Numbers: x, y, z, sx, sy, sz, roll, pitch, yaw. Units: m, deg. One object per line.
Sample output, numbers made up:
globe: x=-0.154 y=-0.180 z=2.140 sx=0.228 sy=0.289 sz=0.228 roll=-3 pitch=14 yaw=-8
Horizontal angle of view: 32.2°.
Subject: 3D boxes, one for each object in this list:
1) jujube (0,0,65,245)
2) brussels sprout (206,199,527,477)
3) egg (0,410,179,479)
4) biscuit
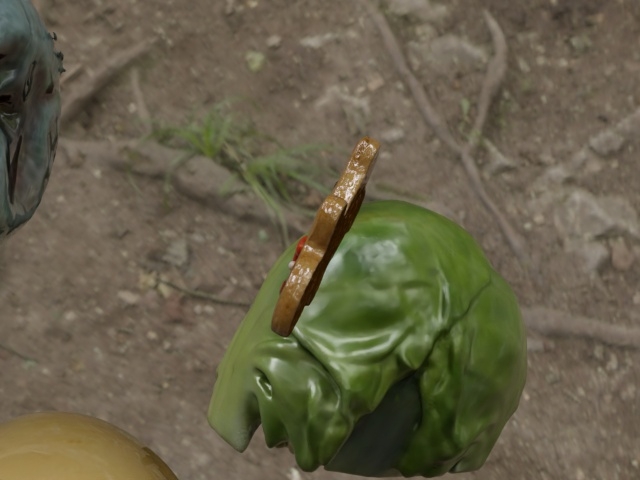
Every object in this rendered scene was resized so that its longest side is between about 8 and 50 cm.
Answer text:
jujube: x=-0.325 y=-0.087 z=0.667 sx=0.308 sy=0.246 sz=0.215 roll=8 pitch=87 yaw=6
brussels sprout: x=0.076 y=0.127 z=1.485 sx=0.342 sy=0.425 sz=0.361 roll=8 pitch=86 yaw=49
egg: x=-0.163 y=0.212 z=0.686 sx=0.201 sy=0.201 sz=0.244 roll=-27 pitch=42 yaw=5
biscuit: x=-0.001 y=0.000 z=1.193 sx=0.036 sy=0.165 sz=0.250 roll=24 pitch=52 yaw=6
